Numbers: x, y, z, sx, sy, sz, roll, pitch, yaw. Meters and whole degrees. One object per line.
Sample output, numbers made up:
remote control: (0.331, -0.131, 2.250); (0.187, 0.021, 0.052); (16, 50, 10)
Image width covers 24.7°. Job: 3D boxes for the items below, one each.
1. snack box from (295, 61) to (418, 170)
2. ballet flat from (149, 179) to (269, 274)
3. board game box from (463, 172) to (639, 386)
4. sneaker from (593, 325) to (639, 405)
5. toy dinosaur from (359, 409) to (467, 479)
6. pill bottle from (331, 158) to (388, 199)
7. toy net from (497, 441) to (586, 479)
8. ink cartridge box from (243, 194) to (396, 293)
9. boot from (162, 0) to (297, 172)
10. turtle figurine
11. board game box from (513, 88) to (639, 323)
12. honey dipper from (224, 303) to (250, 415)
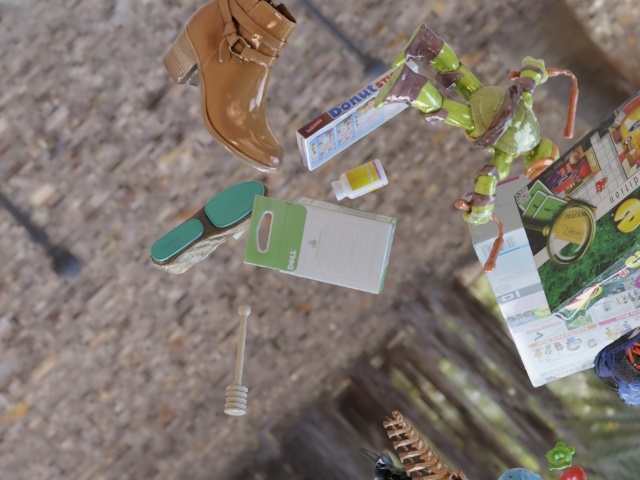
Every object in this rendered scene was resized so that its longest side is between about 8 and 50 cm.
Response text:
snack box: (0.049, -0.157, 1.817); (0.178, 0.022, 0.064); (-34, 149, -17)
ballet flat: (-0.161, -0.018, 2.192); (0.206, 0.073, 0.067); (-31, 146, 3)
board game box: (0.333, 0.036, 1.875); (0.224, 0.097, 0.303); (-19, 132, 9)
sneaker: (0.410, 0.123, 1.776); (0.221, 0.083, 0.087); (-31, 159, -42)
toy dinosaur: (0.133, 0.321, 1.653); (0.164, 0.218, 0.322); (-20, 111, -47)
pill bottle: (0.060, -0.093, 2.279); (0.083, 0.043, 0.043); (-22, 172, 3)
toy net: (0.275, 0.345, 1.751); (0.122, 0.045, 0.232); (-22, -147, 11)
ink cartridge box: (0.000, 0.000, 2.172); (0.062, 0.209, 0.109); (-50, 152, -76)
boot: (-0.073, -0.186, 1.612); (0.152, 0.197, 0.073); (-43, 173, 24)
turtle figurine: (0.167, -0.118, 1.518); (0.269, 0.217, 0.087); (-63, -169, -24)
board game box: (0.264, -0.061, 1.140); (0.030, 0.136, 0.260); (24, 127, -34)
honey dipper: (-0.114, 0.165, 2.052); (0.030, 0.030, 0.160); (114, -19, -67)
